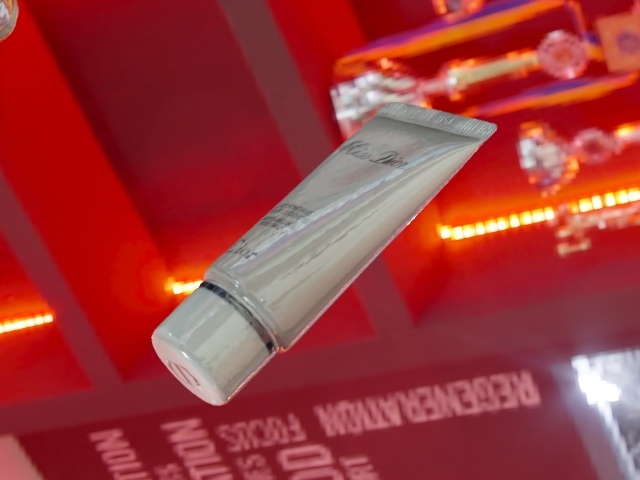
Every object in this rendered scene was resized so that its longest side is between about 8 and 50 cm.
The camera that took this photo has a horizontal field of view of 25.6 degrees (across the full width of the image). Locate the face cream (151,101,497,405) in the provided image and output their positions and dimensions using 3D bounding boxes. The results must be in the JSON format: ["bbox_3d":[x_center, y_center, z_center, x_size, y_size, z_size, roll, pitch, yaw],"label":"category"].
[{"bbox_3d":[0.000,0.000,1.132,0.314,0.143,0.089,-44,-57,-21],"label":"face cream"}]

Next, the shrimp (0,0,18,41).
[{"bbox_3d":[-0.366,-0.264,1.135,0.221,0.110,0.445,37,174,4],"label":"shrimp"}]
